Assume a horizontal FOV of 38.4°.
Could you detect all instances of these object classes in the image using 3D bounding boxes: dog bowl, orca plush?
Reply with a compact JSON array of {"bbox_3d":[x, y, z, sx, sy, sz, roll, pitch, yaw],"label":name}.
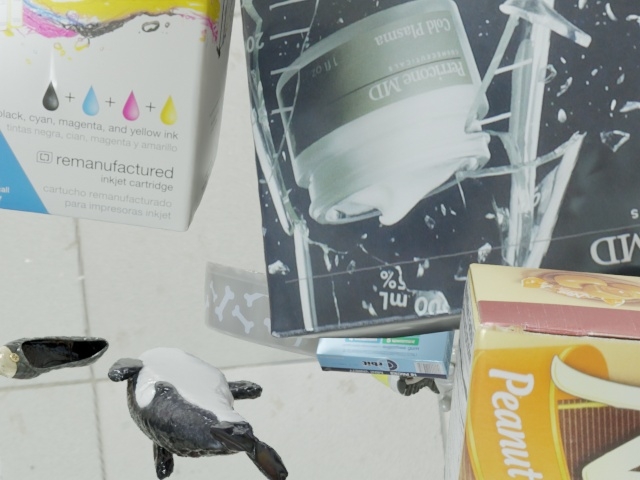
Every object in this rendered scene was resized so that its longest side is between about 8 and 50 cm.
[{"bbox_3d":[-0.020,0.116,1.415,0.348,0.349,0.102,11,87,11],"label":"dog bowl"},{"bbox_3d":[-0.121,0.187,0.890,0.287,0.151,0.102,16,96,51],"label":"orca plush"}]

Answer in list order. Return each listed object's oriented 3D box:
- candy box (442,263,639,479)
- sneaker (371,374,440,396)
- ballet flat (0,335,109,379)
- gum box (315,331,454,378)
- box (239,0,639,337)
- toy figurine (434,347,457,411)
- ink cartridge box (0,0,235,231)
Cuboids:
[{"bbox_3d":[0.154,0.178,0.486,0.183,0.087,0.316,4,109,3],"label":"candy box"},{"bbox_3d":[0.166,0.231,1.672,0.094,0.208,0.081,13,92,37],"label":"sneaker"},{"bbox_3d":[-0.358,0.147,1.220,0.049,0.173,0.057,-32,75,31],"label":"ballet flat"},{"bbox_3d":[0.091,0.080,1.141,0.157,0.041,0.184,1,49,18],"label":"gum box"},{"bbox_3d":[0.199,-0.166,0.859,0.480,0.297,0.472,-11,81,27],"label":"box"},{"bbox_3d":[0.287,0.230,1.375,0.209,0.148,0.213,-32,46,-2],"label":"toy figurine"},{"bbox_3d":[-0.143,-0.150,0.570,0.171,0.168,0.233,8,112,-2],"label":"ink cartridge box"}]
